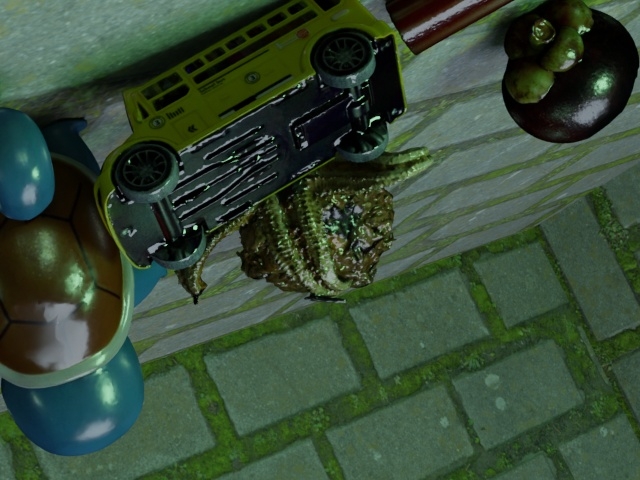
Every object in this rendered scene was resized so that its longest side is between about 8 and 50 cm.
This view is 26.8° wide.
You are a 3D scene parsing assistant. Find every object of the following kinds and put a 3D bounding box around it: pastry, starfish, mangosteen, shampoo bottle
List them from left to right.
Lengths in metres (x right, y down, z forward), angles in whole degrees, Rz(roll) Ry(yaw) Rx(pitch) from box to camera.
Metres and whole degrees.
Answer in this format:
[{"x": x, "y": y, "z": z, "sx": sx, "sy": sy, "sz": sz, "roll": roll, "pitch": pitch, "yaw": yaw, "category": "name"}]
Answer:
[{"x": -0.030, "y": -0.067, "z": 1.475, "sx": 0.312, "sy": 0.303, "sz": 0.113, "roll": -15, "pitch": -172, "yaw": 9, "category": "starfish"}, {"x": 0.000, "y": 0.000, "z": 2.152, "sx": 0.275, "sy": 0.193, "sz": 0.275, "roll": -23, "pitch": 172, "yaw": -4, "category": "pastry"}, {"x": 0.201, "y": -0.294, "z": 1.474, "sx": 0.260, "sy": 0.064, "sz": 0.102, "roll": -27, "pitch": 170, "yaw": 14, "category": "shampoo bottle"}, {"x": 0.323, "y": -0.235, "z": 1.811, "sx": 0.194, "sy": 0.194, "sz": 0.230, "roll": -30, "pitch": 142, "yaw": 28, "category": "mangosteen"}]

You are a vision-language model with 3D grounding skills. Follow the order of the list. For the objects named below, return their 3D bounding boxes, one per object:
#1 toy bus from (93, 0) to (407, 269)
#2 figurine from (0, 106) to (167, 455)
[{"x": -0.081, "y": -0.115, "z": 1.336, "sx": 0.331, "sy": 0.151, "sz": 0.145, "roll": -31, "pitch": 148, "yaw": -10, "category": "toy bus"}, {"x": -0.289, "y": 0.017, "z": 1.377, "sx": 0.298, "sy": 0.243, "sz": 0.416, "roll": -26, "pitch": 130, "yaw": -23, "category": "figurine"}]
